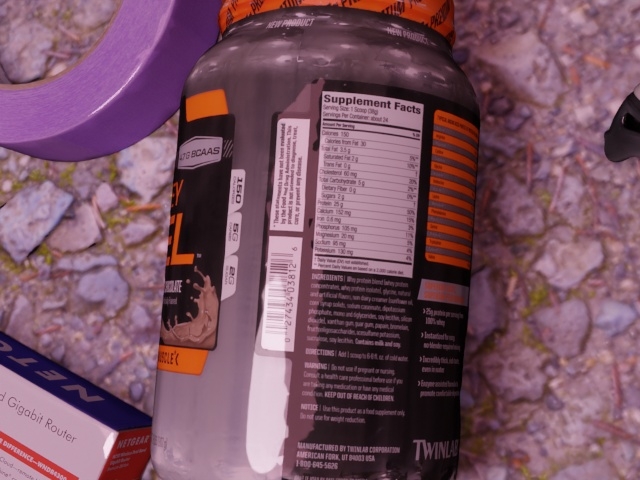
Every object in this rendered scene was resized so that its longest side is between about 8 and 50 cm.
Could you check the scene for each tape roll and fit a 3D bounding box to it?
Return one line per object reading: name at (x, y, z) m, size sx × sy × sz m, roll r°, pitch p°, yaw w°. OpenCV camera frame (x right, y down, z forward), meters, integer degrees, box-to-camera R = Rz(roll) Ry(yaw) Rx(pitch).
tape roll at (-0.223, -0.208, 0.819) m, size 0.275 × 0.090 × 0.275 m, roll -2°, pitch 84°, yaw 16°

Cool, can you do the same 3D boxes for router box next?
router box at (-0.339, 0.214, 0.811) m, size 0.335 × 0.082 × 0.301 m, roll 26°, pitch 92°, yaw 18°

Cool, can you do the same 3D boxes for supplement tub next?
supplement tub at (0.000, 0.000, 0.667) m, size 0.207 × 0.207 × 0.338 m, roll 3°, pitch 84°, yaw 17°

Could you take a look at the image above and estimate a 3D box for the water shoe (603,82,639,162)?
water shoe at (0.287, -0.031, 0.667) m, size 0.203 × 0.073 × 0.080 m, roll 44°, pitch 124°, yaw 16°
